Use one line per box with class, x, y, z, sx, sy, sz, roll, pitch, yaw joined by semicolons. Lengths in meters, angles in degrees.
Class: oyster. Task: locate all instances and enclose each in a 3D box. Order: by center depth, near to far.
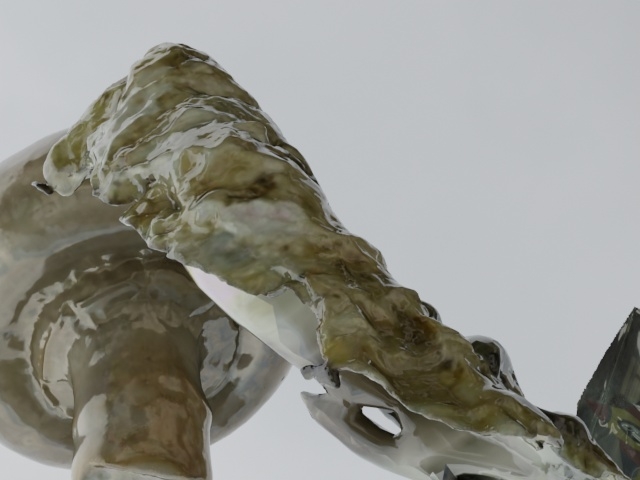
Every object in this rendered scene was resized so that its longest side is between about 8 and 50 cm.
oyster;-0.001;0.003;0.431;0.200;0.106;0.061;39;-98;20

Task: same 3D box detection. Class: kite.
kite;0.238;0.148;0.979;0.245;0.015;0.141;32;-112;-17

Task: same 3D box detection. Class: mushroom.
mushroom;-0.114;0.043;0.906;0.206;0.206;0.209;40;-145;-4
